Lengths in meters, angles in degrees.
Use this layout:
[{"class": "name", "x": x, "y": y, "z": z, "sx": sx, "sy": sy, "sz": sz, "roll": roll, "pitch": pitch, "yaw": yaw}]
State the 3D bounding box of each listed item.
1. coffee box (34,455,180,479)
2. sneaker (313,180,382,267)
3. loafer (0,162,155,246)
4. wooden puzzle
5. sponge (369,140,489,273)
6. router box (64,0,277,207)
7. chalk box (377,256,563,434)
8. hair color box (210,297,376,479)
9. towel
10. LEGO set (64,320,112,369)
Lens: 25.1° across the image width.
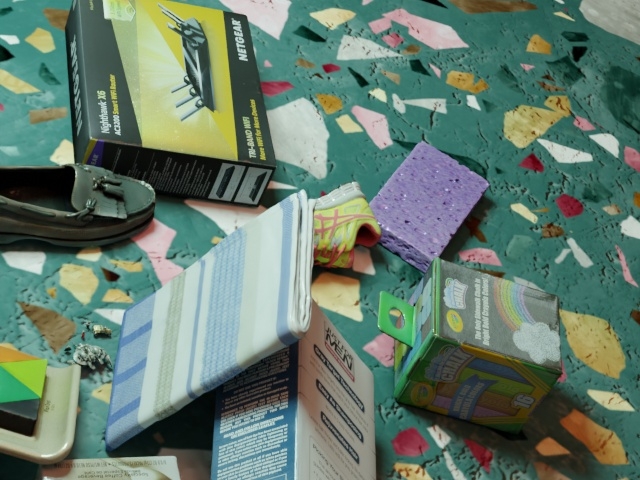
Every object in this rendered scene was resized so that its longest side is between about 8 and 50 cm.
[{"class": "coffee box", "x": -0.185, "y": 0.330, "z": 1.339, "sx": 0.141, "sy": 0.098, "sz": 0.247, "roll": 1, "pitch": 47, "yaw": -24}, {"class": "sneaker", "x": 0.000, "y": 0.000, "z": 1.790, "sx": 0.208, "sy": 0.081, "sz": 0.094, "roll": -28, "pitch": 78, "yaw": -37}, {"class": "loafer", "x": -0.308, "y": -0.049, "z": 1.672, "sx": 0.267, "sy": 0.084, "sz": 0.096, "roll": -4, "pitch": 50, "yaw": -31}, {"class": "wooden puzzle", "x": -0.357, "y": 0.136, "z": 1.423, "sx": 0.238, "sy": 0.044, "sz": 0.221, "roll": 14, "pitch": 15, "yaw": -11}, {"class": "sponge", "x": 0.140, "y": -0.049, "z": 1.945, "sx": 0.117, "sy": 0.031, "sz": 0.210, "roll": 32, "pitch": 41, "yaw": 7}, {"class": "router box", "x": -0.201, "y": -0.192, "z": 1.876, "sx": 0.242, "sy": 0.081, "sz": 0.309, "roll": 7, "pitch": 45, "yaw": -21}, {"class": "chalk box", "x": 0.163, "y": 0.121, "z": 1.711, "sx": 0.213, "sy": 0.132, "sz": 0.132, "roll": 17, "pitch": 43, "yaw": -10}, {"class": "hair color box", "x": -0.024, "y": 0.233, "z": 1.459, "sx": 0.174, "sy": 0.105, "sz": 0.347, "roll": 54, "pitch": 25, "yaw": -38}, {"class": "towel", "x": -0.115, "y": 0.085, "z": 1.510, "sx": 0.034, "sy": 0.285, "sz": 0.209, "roll": 39, "pitch": 33, "yaw": -30}, {"class": "LEGO set", "x": -0.253, "y": 0.117, "z": 1.578, "sx": 0.054, "sy": 0.023, "sz": 0.083, "roll": 9, "pitch": 44, "yaw": -19}]
